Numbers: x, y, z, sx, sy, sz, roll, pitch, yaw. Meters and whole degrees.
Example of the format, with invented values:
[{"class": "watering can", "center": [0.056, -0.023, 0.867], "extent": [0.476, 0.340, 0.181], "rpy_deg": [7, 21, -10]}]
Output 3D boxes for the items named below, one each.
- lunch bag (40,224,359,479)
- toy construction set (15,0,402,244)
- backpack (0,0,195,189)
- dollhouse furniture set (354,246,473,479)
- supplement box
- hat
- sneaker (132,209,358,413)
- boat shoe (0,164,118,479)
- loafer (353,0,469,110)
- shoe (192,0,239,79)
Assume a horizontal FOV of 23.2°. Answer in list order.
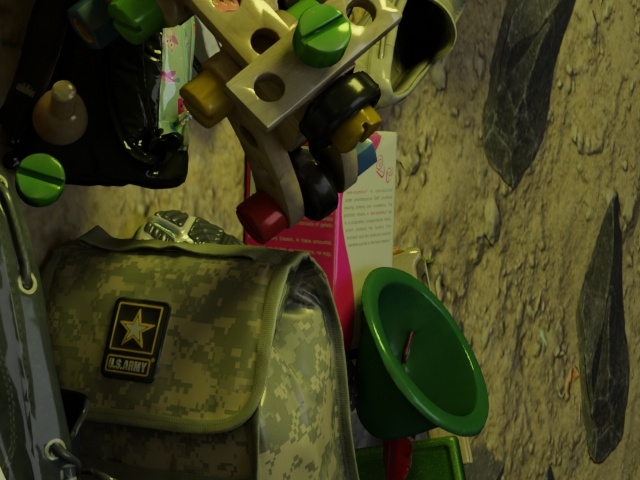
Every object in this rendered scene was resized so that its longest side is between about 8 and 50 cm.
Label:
[{"class": "lunch bag", "center": [-0.106, 0.135, 1.259], "extent": [0.169, 0.235, 0.287], "rpy_deg": [-33, 121, -54]}, {"class": "toy construction set", "center": [-0.089, -0.129, 1.062], "extent": [0.237, 0.308, 0.258], "rpy_deg": [137, -61, -75]}, {"class": "backpack", "center": [-0.167, -0.134, 1.239], "extent": [0.115, 0.151, 0.182], "rpy_deg": [24, 69, -78]}, {"class": "dollhouse furniture set", "center": [0.071, 0.168, 1.711], "extent": [0.197, 0.151, 0.302], "rpy_deg": [34, 45, -77]}, {"class": "supplement box", "center": [0.000, 0.000, 1.529], "extent": [0.111, 0.113, 0.220], "rpy_deg": [-5, 100, -57]}, {"class": "hat", "center": [0.044, 0.159, 1.507], "extent": [0.173, 0.183, 0.209], "rpy_deg": [0, 59, -57]}, {"class": "sneaker", "center": [-0.084, 0.089, 1.413], "extent": [0.275, 0.110, 0.107], "rpy_deg": [50, 46, -25]}, {"class": "boat shoe", "center": [-0.235, 0.163, 1.111], "extent": [0.156, 0.186, 0.500], "rpy_deg": [-30, 114, -46]}, {"class": "loafer", "center": [0.100, -0.224, 1.662], "extent": [0.319, 0.111, 0.112], "rpy_deg": [-52, 132, -42]}, {"class": "shoe", "center": [-0.104, -0.199, 1.391], "extent": [0.178, 0.063, 0.081], "rpy_deg": [57, 46, -51]}]
